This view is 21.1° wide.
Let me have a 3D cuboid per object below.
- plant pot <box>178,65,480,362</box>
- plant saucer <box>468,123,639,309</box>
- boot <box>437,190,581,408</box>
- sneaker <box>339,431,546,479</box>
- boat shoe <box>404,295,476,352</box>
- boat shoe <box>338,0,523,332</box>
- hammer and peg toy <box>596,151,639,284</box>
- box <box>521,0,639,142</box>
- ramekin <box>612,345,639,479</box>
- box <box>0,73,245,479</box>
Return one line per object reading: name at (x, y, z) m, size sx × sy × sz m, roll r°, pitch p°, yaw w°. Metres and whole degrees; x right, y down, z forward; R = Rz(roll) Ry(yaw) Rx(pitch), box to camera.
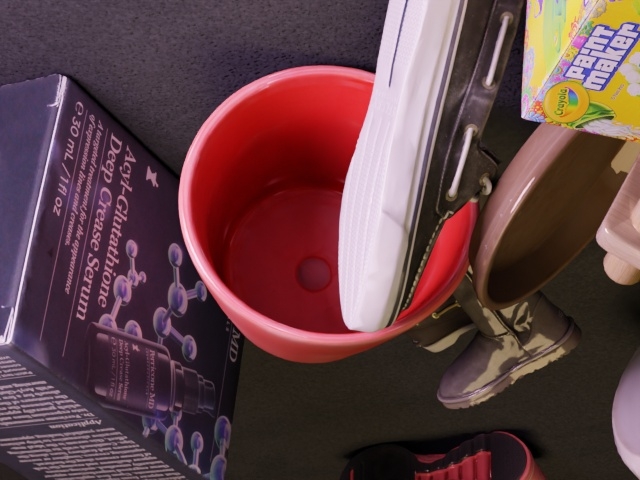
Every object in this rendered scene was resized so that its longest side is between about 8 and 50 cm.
plant pot at (0.000, 0.000, 1.660) m, size 0.275 × 0.275 × 0.243 m, roll 8°, pitch 162°, yaw -3°
plant saucer at (0.224, -0.055, 1.538) m, size 0.041 × 0.278 × 0.278 m, roll 41°, pitch 160°, yaw 20°
boot at (0.150, 0.059, 1.799) m, size 0.189 × 0.076 × 0.208 m, roll -34°, pitch 112°, yaw 19°
sneaker at (0.174, 0.357, 2.433) m, size 0.313 × 0.116 × 0.136 m, roll -11°, pitch 149°, yaw 29°
boat shoe at (0.155, 0.054, 1.894) m, size 0.068 × 0.081 × 0.228 m, roll 27°, pitch 141°, yaw -17°
boat shoe at (0.099, -0.075, 1.452) m, size 0.119 × 0.335 × 0.121 m, roll 9°, pitch -163°, yaw -17°
hammer and peg toy at (0.434, -0.004, 1.431) m, size 0.361 × 0.266 × 0.127 m, roll 29°, pitch 145°, yaw 6°
box at (0.326, -0.203, 1.266) m, size 0.279 × 0.177 × 0.290 m, roll 11°, pitch 153°, yaw -9°
ramekin at (0.442, 0.181, 1.898) m, size 0.127 × 0.273 × 0.273 m, roll 36°, pitch 142°, yaw -23°
box at (-0.263, 0.066, 1.781) m, size 0.212 × 0.294 × 0.395 m, roll -8°, pitch 149°, yaw 26°
